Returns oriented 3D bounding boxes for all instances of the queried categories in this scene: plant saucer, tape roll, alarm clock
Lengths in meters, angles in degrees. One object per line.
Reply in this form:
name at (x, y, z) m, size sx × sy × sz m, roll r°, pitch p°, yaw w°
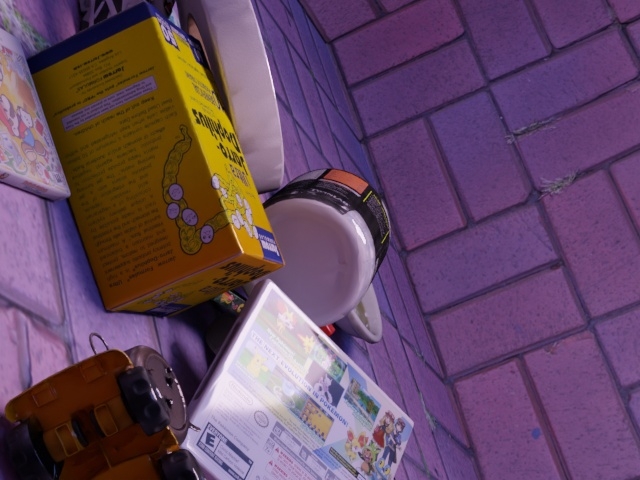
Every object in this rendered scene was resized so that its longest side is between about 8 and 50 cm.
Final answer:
plant saucer at (0.013, 0.055, 2.524) m, size 0.400 × 0.100 × 0.400 m, roll 61°, pitch 13°, yaw -24°
tape roll at (-0.145, -0.256, 1.770) m, size 0.392 × 0.072 × 0.392 m, roll 164°, pitch -90°, yaw -79°
alarm clock at (-0.213, 0.175, 1.342) m, size 0.192 × 0.064 × 0.129 m, roll 55°, pitch 16°, yaw -33°

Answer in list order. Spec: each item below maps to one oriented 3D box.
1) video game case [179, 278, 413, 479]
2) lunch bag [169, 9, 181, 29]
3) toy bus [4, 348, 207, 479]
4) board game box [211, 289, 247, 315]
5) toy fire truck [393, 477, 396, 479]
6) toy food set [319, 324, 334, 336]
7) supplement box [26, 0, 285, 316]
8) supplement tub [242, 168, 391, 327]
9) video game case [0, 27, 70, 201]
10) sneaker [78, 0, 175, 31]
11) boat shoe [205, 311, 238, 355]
video game case at (-0.027, 0.264, 1.556) m, size 0.329 × 0.036 × 0.300 m, roll 46°, pitch 46°, yaw -20°
lunch bag at (-0.300, -0.396, 2.005) m, size 0.129 × 0.096 × 0.151 m, roll 61°, pitch 21°, yaw -22°
toy bus at (-0.197, 0.221, 1.146) m, size 0.220 × 0.149 × 0.211 m, roll 64°, pitch -2°, yaw 0°
board game box at (-0.148, 0.080, 1.738) m, size 0.136 × 0.030 × 0.259 m, roll 37°, pitch -3°, yaw 26°
toy fire truck at (0.085, 0.427, 2.050) m, size 0.217 × 0.158 × 0.246 m, roll 65°, pitch 22°, yaw -5°
toy food set at (-0.052, 0.152, 2.017) m, size 0.104 × 0.111 × 0.232 m, roll 54°, pitch 12°, yaw 0°
supplement box at (-0.217, -0.099, 1.524) m, size 0.194 × 0.195 × 0.356 m, roll 21°, pitch 47°, yaw -74°
supplement tub at (0.000, 0.000, 1.809) m, size 0.207 × 0.207 × 0.338 m, roll 65°, pitch 14°, yaw -6°
video game case at (-0.381, -0.167, 1.340) m, size 0.227 × 0.026 × 0.206 m, roll 69°, pitch 12°, yaw 14°
sneaker at (-0.294, -0.340, 1.805) m, size 0.122 × 0.146 × 0.330 m, roll 50°, pitch 21°, yaw -60°
boat shoe at (-0.101, 0.188, 1.668) m, size 0.069 × 0.081 × 0.228 m, roll 47°, pitch 5°, yaw -35°
